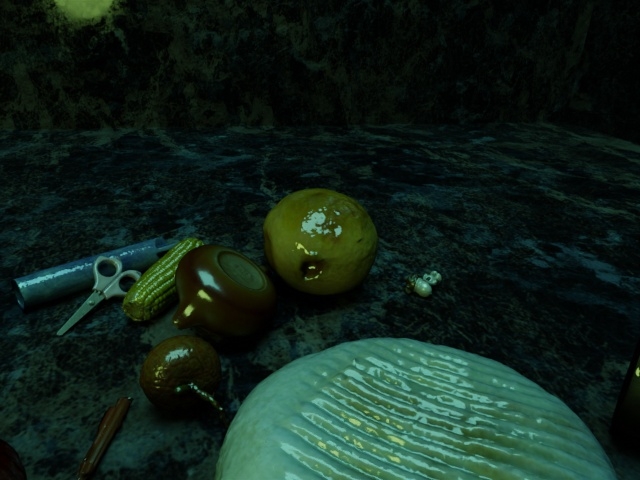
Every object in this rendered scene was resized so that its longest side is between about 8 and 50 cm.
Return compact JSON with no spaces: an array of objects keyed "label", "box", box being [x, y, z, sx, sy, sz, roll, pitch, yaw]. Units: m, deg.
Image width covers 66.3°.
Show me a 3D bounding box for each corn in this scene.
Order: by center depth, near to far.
[{"label":"corn","box":[-0.277,0.070,0.908,0.080,0.080,0.231,8,28,11]}]

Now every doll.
[{"label":"doll","box":[0.204,0.081,0.971,0.058,0.040,0.085,26,36,17]}]

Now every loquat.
[{"label":"loquat","box":[0.000,0.000,0.942,0.238,0.193,0.238,3,19,-1]}]

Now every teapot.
[{"label":"teapot","box":[-0.159,0.092,0.830,0.178,0.135,0.252,46,17,10]}]

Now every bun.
[{"label":"bun","box":[0.084,0.240,0.415,0.362,0.211,0.362,5,26,-2]}]

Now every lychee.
[{"label":"lychee","box":[-0.175,0.180,0.651,0.140,0.114,0.101,-2,50,37]}]

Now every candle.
[{"label":"candle","box":[-0.268,0.250,0.586,0.026,0.021,0.167,21,23,-9]}]

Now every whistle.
[{"label":"whistle","box":[-0.417,0.054,0.945,0.062,0.062,0.304,25,33,39]}]

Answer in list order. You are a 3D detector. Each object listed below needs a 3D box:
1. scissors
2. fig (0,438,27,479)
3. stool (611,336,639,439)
[{"label":"scissors","box":[-0.395,0.101,0.865,0.100,0.015,0.189,40,41,-9]},{"label":"fig","box":[-0.364,0.239,0.486,0.128,0.150,0.128,-11,-11,-2]},{"label":"stool","box":[0.519,0.202,0.581,0.264,0.179,0.179,20,31,32]}]
